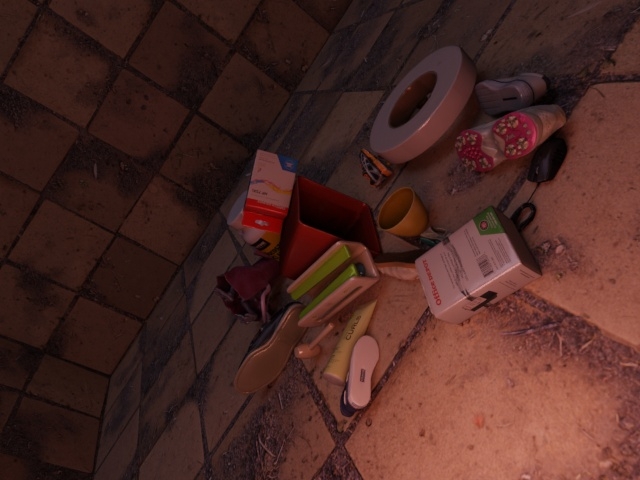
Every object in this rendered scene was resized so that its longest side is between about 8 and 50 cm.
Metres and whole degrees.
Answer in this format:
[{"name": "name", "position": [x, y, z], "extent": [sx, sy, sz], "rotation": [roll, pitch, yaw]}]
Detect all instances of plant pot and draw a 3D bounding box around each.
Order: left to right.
[{"name": "plant pot", "position": [0.000, 0.000, 1.435], "extent": [0.236, 0.267, 0.267], "rotation": [-58, 21, 32]}, {"name": "plant pot", "position": [0.235, -0.063, 1.233], "extent": [0.134, 0.095, 0.134], "rotation": [-43, 28, 31]}]

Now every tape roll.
[{"name": "tape roll", "position": [0.306, -0.418, 1.414], "extent": [0.392, 0.072, 0.392], "rotation": [-45, 26, 28]}]

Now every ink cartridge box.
[{"name": "ink cartridge box", "position": [-0.160, -0.150, 1.427], "extent": [0.078, 0.134, 0.231], "rotation": [148, 133, -72]}, {"name": "ink cartridge box", "position": [0.313, 0.056, 0.937], "extent": [0.208, 0.086, 0.153], "rotation": [-41, 42, 32]}]

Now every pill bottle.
[{"name": "pill bottle", "position": [-0.156, -0.035, 1.636], "extent": [0.188, 0.333, 0.188], "rotation": [-43, 29, 31]}]

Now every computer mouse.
[{"name": "computer mouse", "position": [0.448, -0.117, 0.970], "extent": [0.242, 0.041, 0.071], "rotation": [-61, 26, -6]}]

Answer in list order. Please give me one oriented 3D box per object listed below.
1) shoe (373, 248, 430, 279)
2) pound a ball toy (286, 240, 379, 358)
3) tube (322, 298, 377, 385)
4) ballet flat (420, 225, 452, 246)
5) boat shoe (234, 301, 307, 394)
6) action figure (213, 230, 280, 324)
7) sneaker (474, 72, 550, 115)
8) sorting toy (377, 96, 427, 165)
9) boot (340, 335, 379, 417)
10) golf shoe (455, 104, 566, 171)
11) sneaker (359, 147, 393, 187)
[{"name": "shoe", "position": [0.226, 0.064, 1.164], "extent": [0.076, 0.058, 0.219], "rotation": [-35, 18, -29]}, {"name": "pound a ball toy", "position": [0.036, 0.176, 1.298], "extent": [0.319, 0.135, 0.208], "rotation": [-45, 53, 36]}, {"name": "tube", "position": [0.078, 0.258, 1.192], "extent": [0.070, 0.062, 0.240], "rotation": [11, 52, 26]}, {"name": "ballet flat", "position": [0.297, -0.002, 1.101], "extent": [0.052, 0.057, 0.168], "rotation": [-48, 25, -2]}, {"name": "boat shoe", "position": [-0.164, 0.335, 1.477], "extent": [0.340, 0.127, 0.113], "rotation": [-57, 24, -2]}, {"name": "action figure", "position": [-0.228, 0.124, 1.762], "extent": [0.275, 0.248, 0.370], "rotation": [10, 39, 29]}, {"name": "sneaker", "position": [0.484, -0.375, 1.165], "extent": [0.091, 0.094, 0.258], "rotation": [-23, 22, -1]}, {"name": "sorting toy", "position": [0.297, -0.360, 1.517], "extent": [0.275, 0.046, 0.132], "rotation": [-56, 25, 3]}, {"name": "boot", "position": [0.087, 0.324, 1.103], "extent": [0.086, 0.069, 0.190], "rotation": [-60, 6, 45]}, {"name": "golf shoe", "position": [0.439, -0.241, 1.080], "extent": [0.140, 0.115, 0.306], "rotation": [-25, 8, -13]}, {"name": "sneaker", "position": [0.174, -0.254, 1.586], "extent": [0.083, 0.084, 0.215], "rotation": [-55, 25, 17]}]
